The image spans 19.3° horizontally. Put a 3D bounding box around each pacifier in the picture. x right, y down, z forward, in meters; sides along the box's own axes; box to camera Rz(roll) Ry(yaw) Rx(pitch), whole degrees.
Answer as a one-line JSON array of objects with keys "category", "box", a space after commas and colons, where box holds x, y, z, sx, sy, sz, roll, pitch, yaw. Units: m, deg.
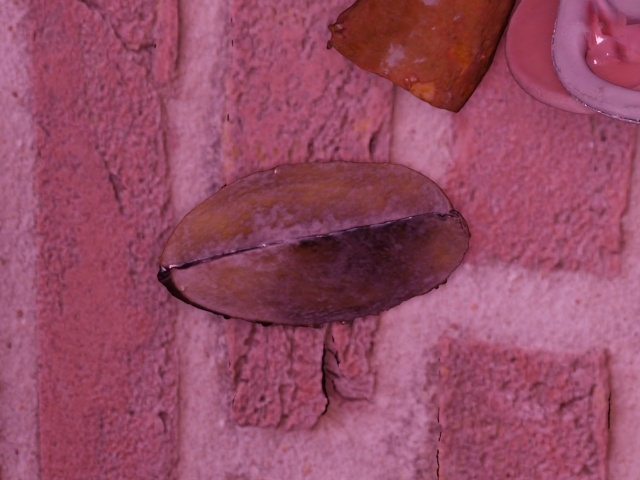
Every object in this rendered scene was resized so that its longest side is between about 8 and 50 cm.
[{"category": "pacifier", "box": [0.294, -0.156, 1.326, 0.332, 0.273, 0.220, -6, 76, 27]}]

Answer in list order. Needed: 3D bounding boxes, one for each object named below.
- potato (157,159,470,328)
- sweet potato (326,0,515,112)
[{"category": "potato", "box": [0.002, -0.002, 1.581, 0.261, 0.100, 0.120, -10, 140, 12]}, {"category": "sweet potato", "box": [0.128, -0.263, 1.415, 0.131, 0.131, 0.336, 33, 115, 12]}]
